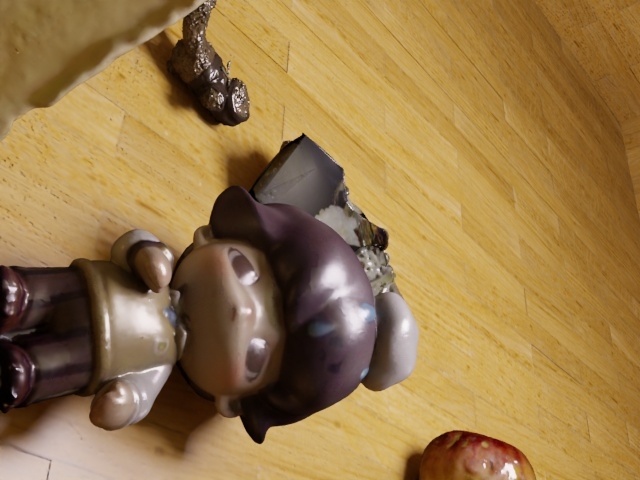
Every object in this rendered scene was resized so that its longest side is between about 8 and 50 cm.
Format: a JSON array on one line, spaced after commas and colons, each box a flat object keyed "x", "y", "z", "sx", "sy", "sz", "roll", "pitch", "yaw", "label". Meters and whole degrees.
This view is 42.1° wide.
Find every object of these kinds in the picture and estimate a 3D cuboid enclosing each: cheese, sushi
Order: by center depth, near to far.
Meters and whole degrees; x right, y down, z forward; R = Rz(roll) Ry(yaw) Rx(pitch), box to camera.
[{"x": -0.160, "y": -0.240, "z": 0.685, "sx": 0.104, "sy": 0.384, "sz": 0.383, "roll": 55, "pitch": 34, "yaw": -30, "label": "cheese"}, {"x": 0.020, "y": -0.005, "z": 1.048, "sx": 0.273, "sy": 0.134, "sz": 0.109, "roll": 45, "pitch": 7, "yaw": -18, "label": "sushi"}]

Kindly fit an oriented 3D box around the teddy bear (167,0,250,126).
[{"x": -0.136, "y": -0.201, "z": 0.964, "sx": 0.119, "sy": 0.078, "sz": 0.160, "roll": -100, "pitch": 171, "yaw": -59, "label": "teddy bear"}]

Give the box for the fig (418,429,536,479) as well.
[{"x": 0.202, "y": 0.381, "z": 1.093, "sx": 0.159, "sy": 0.159, "sz": 0.256, "roll": 9, "pitch": 84, "yaw": -54, "label": "fig"}]

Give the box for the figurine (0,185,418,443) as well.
[{"x": -0.100, "y": 0.060, "z": 0.737, "sx": 0.365, "sy": 0.206, "sz": 0.218, "roll": 10, "pitch": 50, "yaw": -52, "label": "figurine"}]
